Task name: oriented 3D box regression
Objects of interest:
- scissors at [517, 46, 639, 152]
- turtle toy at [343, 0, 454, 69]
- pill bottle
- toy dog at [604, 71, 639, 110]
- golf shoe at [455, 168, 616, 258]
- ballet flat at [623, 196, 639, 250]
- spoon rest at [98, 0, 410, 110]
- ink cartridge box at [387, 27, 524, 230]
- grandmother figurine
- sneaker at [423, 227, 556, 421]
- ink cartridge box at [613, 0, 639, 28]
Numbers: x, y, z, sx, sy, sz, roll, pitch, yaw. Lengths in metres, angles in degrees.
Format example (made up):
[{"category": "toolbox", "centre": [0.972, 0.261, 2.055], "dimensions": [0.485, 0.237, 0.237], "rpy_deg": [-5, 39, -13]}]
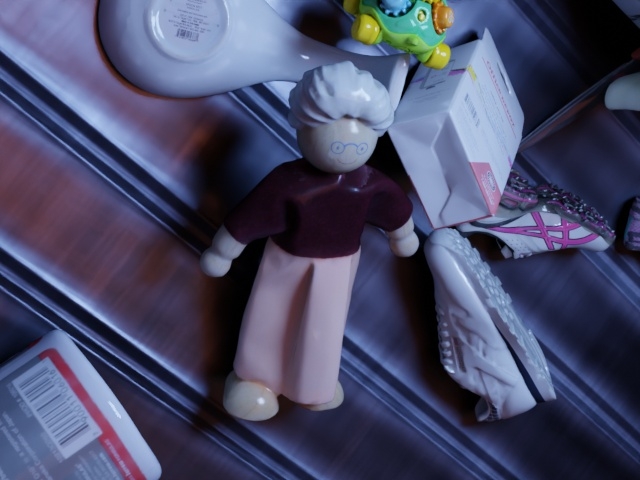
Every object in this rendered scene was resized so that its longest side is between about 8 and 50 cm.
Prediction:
[{"category": "scissors", "centre": [0.322, -0.185, 1.258], "dimensions": [0.297, 0.021, 0.109], "rpy_deg": [-21, 121, -3]}, {"category": "turtle toy", "centre": [0.074, -0.213, 1.081], "dimensions": [0.095, 0.130, 0.066], "rpy_deg": [16, 127, -22]}, {"category": "pill bottle", "centre": [-0.290, 0.216, 1.011], "dimensions": [0.283, 0.161, 0.161], "rpy_deg": [-35, 114, -15]}, {"category": "toy dog", "centre": [0.420, -0.314, 1.055], "dimensions": [0.396, 0.284, 0.407], "rpy_deg": [-6, 105, 7]}, {"category": "golf shoe", "centre": [0.223, -0.018, 1.270], "dimensions": [0.186, 0.067, 0.086], "rpy_deg": [18, 116, -25]}, {"category": "ballet flat", "centre": [0.432, 0.008, 1.375], "dimensions": [0.222, 0.077, 0.079], "rpy_deg": [14, 113, -23]}, {"category": "spoon rest", "centre": [-0.062, -0.177, 1.091], "dimensions": [0.276, 0.084, 0.137], "rpy_deg": [15, 93, -15]}, {"category": "ink cartridge box", "centre": [0.135, -0.112, 1.164], "dimensions": [0.115, 0.067, 0.198], "rpy_deg": [64, 30, -23]}, {"category": "grandmother figurine", "centre": [0.000, 0.000, 1.088], "dimensions": [0.208, 0.104, 0.342], "rpy_deg": [-11, 126, -32]}, {"category": "sneaker", "centre": [0.155, 0.093, 1.241], "dimensions": [0.095, 0.090, 0.235], "rpy_deg": [-25, 114, 17]}, {"category": "ink cartridge box", "centre": [0.357, -0.278, 1.274], "dimensions": [0.135, 0.056, 0.099], "rpy_deg": [38, 85, -28]}]
